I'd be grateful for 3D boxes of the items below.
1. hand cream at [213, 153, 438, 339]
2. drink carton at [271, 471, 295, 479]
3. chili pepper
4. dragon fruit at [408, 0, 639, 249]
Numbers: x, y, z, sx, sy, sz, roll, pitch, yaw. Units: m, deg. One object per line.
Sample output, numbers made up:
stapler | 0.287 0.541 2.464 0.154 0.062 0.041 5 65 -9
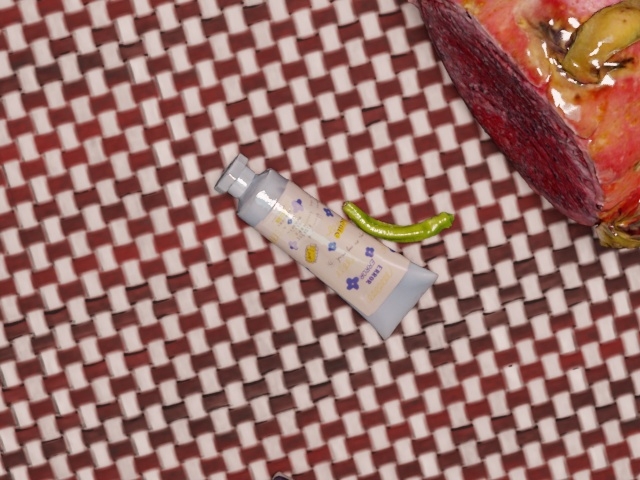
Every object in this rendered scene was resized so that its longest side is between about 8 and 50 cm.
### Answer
hand cream | 0.000 0.000 0.984 0.170 0.043 0.065 37 107 -7
drink carton | 0.004 0.256 0.923 0.134 0.222 0.102 32 94 -6
chili pepper | 0.057 -0.014 1.000 0.083 0.017 0.030 0 88 -4
dragon fruit | 0.167 -0.138 0.898 0.147 0.211 0.282 -36 89 -5
